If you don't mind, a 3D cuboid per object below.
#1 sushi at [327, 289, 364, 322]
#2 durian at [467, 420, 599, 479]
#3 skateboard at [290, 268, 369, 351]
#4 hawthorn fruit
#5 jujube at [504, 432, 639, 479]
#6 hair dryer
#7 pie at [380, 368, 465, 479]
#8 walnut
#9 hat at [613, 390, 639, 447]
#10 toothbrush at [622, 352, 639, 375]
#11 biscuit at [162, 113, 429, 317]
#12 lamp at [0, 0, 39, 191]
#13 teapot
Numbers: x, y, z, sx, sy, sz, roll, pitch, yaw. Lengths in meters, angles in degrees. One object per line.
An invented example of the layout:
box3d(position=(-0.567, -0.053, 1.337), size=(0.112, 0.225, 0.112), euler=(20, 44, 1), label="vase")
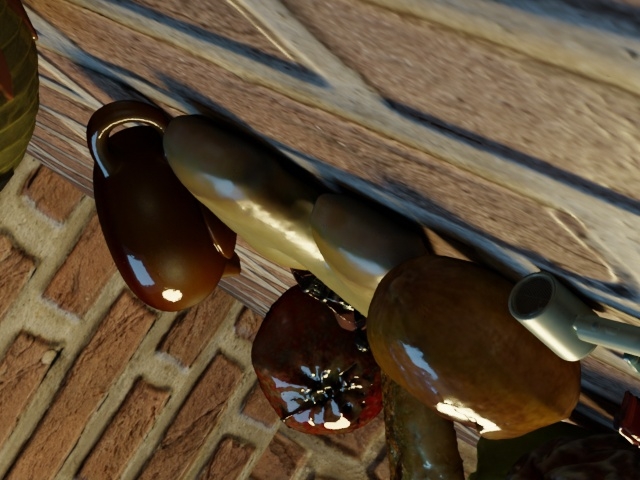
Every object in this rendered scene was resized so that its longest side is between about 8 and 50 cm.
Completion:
box3d(position=(0.060, 0.055, 1.403), size=(0.083, 0.056, 0.084), euler=(23, 171, 14), label="sushi")
box3d(position=(0.300, 0.326, 1.595), size=(0.256, 0.204, 0.339), euler=(7, -136, -21), label="durian")
box3d(position=(0.013, 0.046, 1.568), size=(0.151, 0.067, 0.080), euler=(43, 179, -34), label="skateboard")
box3d(position=(0.006, 0.116, 1.715), size=(0.181, 0.181, 0.235), euler=(35, -157, -22), label="hawthorn fruit")
box3d(position=(0.289, 0.283, 1.316), size=(0.226, 0.226, 0.317), euler=(34, 173, -19), label="jujube")
box3d(position=(0.180, 0.057, 0.920), size=(0.063, 0.038, 0.124), euler=(37, 166, -38), label="hair dryer")
box3d(position=(0.108, 0.214, 1.507), size=(0.092, 0.315, 0.315), euler=(-10, 171, 1), label="pie")
box3d(position=(0.117, 0.082, 1.062), size=(0.207, 0.116, 0.116), euler=(33, 174, -33), label="walnut")
box3d(position=(0.288, 0.137, 0.805), size=(0.227, 0.129, 0.140), euler=(8, 138, 29), label="hat")
box3d(position=(0.256, 0.113, 1.072), size=(0.014, 0.011, 0.167), euler=(20, 168, 40), label="toothbrush")
box3d(position=(0.000, 0.000, 1.220), size=(0.237, 0.062, 0.290), euler=(30, 175, 17), label="biscuit")
box3d(position=(-0.335, -0.095, 1.086), size=(0.250, 0.284, 0.250), euler=(10, -145, -7), label="lamp")
box3d(position=(-0.137, -0.041, 1.353), size=(0.252, 0.135, 0.178), euler=(69, -179, -48), label="teapot")
